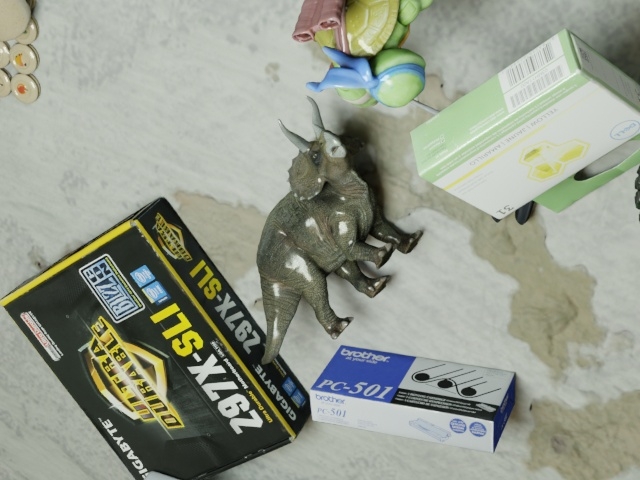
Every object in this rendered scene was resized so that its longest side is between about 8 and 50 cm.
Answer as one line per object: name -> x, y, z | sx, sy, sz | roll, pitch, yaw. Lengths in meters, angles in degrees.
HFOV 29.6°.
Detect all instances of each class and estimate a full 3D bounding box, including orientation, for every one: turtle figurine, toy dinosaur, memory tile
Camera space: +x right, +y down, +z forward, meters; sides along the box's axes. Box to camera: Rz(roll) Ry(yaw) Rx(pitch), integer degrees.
turtle figurine -> 0.070, -0.225, 1.099 | 0.198, 0.274, 0.266 | 104, 143, -59
toy dinosaur -> 0.000, 0.000, 1.291 | 0.160, 0.121, 0.314 | 41, 131, 14
memory tile -> -0.370, -0.231, 1.376 | 0.113, 0.012, 0.148 | 15, 121, 17

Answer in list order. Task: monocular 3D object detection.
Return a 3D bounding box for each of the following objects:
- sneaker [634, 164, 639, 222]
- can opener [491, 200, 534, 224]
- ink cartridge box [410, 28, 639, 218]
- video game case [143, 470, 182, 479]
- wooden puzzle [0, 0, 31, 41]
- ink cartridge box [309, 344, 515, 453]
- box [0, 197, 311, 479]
sneaker -> 0.414, 0.046, 1.119 | 0.146, 0.134, 0.343 | -38, 96, 14
can opener -> 0.194, -0.091, 1.170 | 0.059, 0.073, 0.186 | 16, 132, 6
ink cartridge box -> 0.217, -0.080, 1.074 | 0.171, 0.056, 0.235 | -33, 141, 31
video game case -> -0.079, 0.450, 1.543 | 0.328, 0.036, 0.300 | 16, 128, 9
wooden puzzle -> -0.509, -0.344, 1.263 | 0.347, 0.081, 0.322 | 7, 154, 22
ink cartridge box -> 0.101, 0.171, 1.328 | 0.207, 0.097, 0.046 | 7, 119, 21
box -> -0.198, 0.139, 1.461 | 0.257, 0.079, 0.322 | -28, 102, 32
